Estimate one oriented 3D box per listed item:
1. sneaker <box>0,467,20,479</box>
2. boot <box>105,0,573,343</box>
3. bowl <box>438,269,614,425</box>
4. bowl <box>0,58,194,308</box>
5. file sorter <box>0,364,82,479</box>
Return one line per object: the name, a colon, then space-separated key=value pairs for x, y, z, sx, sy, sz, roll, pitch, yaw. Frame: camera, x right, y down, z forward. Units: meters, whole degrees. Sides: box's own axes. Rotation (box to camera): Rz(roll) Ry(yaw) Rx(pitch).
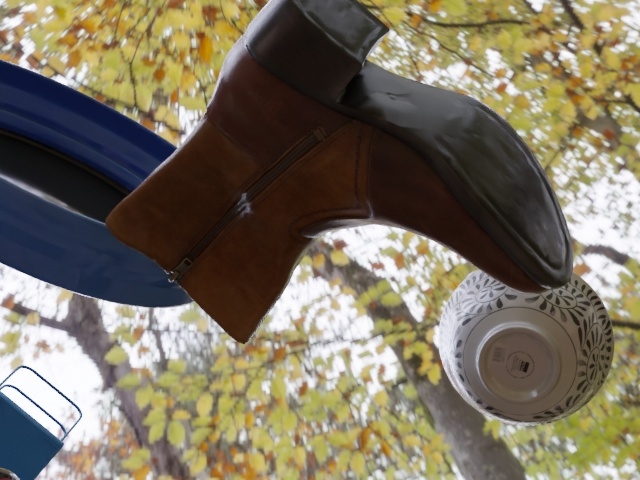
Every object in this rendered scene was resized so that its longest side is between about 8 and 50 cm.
sneaker: x=-0.345 y=0.178 z=0.986 sx=0.121 sy=0.299 sz=0.112 roll=50 pitch=-116 yaw=-36
boot: x=0.000 y=0.000 z=0.786 sx=0.264 sy=0.096 sz=0.280 roll=38 pitch=-50 yaw=-5
bowl: x=0.189 y=0.106 z=1.067 sx=0.170 sy=0.080 sz=0.170 roll=3 pitch=-79 yaw=13
bowl: x=-0.252 y=-0.064 z=1.086 sx=0.391 sy=0.391 sz=0.077 roll=26 pitch=-75 yaw=-13
file sorter: x=-0.413 y=0.266 z=1.498 sx=0.118 sy=0.104 sz=0.170 roll=40 pitch=-70 yaw=-4
